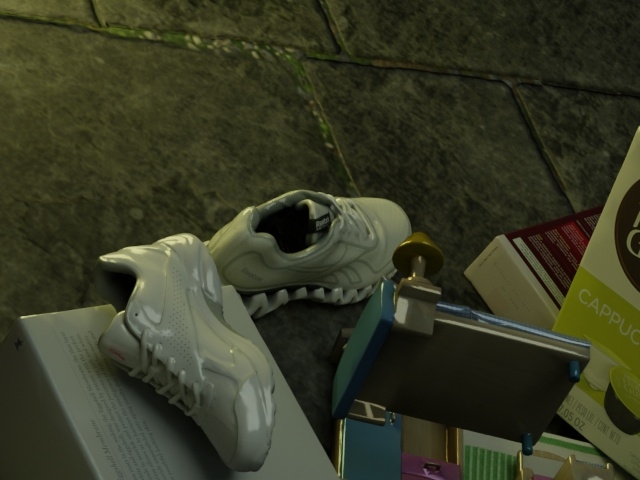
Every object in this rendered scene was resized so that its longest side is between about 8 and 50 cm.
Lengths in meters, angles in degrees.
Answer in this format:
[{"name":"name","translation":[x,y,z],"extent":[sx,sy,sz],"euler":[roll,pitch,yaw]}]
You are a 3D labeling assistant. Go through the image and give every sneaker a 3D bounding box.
[{"name":"sneaker","translation":[-0.118,0.096,1.446],"extent":[0.115,0.090,0.232],"euler":[-6,47,-32]},{"name":"sneaker","translation":[0.000,0.000,1.808],"extent":[0.292,0.118,0.110],"euler":[-15,61,-46]}]

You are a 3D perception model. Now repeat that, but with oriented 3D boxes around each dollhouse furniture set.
[{"name":"dollhouse furniture set","translation":[0.154,0.108,1.639],"extent":[0.286,0.303,0.198],"euler":[13,45,-9]}]

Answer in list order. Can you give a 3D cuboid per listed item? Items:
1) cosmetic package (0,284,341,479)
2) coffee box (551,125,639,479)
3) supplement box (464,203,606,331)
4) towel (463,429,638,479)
[{"name":"cosmetic package","translation":[-0.141,0.175,1.514],"extent":[0.224,0.138,0.224],"euler":[-6,56,-42]},{"name":"coffee box","translation":[0.484,0.082,1.852],"extent":[0.338,0.334,0.337],"euler":[-11,40,-44]},{"name":"supplement box","translation":[0.287,0.042,2.018],"extent":[0.239,0.073,0.130],"euler":[-14,63,-43]},{"name":"towel","translation":[0.234,0.323,1.743],"extent":[0.247,0.038,0.325],"euler":[16,46,-24]}]
